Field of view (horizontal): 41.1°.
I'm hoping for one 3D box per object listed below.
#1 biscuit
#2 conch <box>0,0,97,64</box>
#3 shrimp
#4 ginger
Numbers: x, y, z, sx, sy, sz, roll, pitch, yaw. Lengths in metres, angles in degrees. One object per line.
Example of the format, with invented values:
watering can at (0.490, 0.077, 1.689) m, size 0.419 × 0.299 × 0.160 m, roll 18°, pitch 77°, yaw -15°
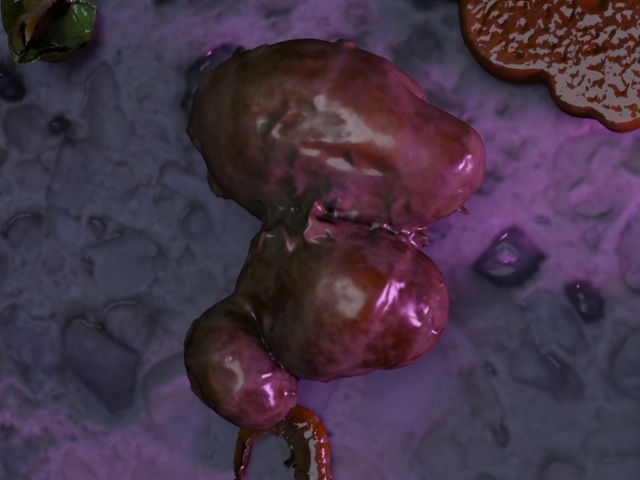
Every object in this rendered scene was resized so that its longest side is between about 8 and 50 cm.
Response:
biscuit at (0.187, -0.218, 0.696) m, size 0.186 × 0.044 × 0.295 m, roll -31°, pitch 78°, yaw 14°
conch at (-0.253, -0.204, 0.792) m, size 0.089 × 0.074 × 0.121 m, roll -4°, pitch 45°, yaw -1°
shrimp at (-0.026, 0.203, 0.724) m, size 0.091 × 0.025 × 0.127 m, roll -25°, pitch 75°, yaw 11°
ginger at (0.000, 0.000, 0.667) m, size 0.244 × 0.155 × 0.304 m, roll 5°, pitch 86°, yaw 13°
